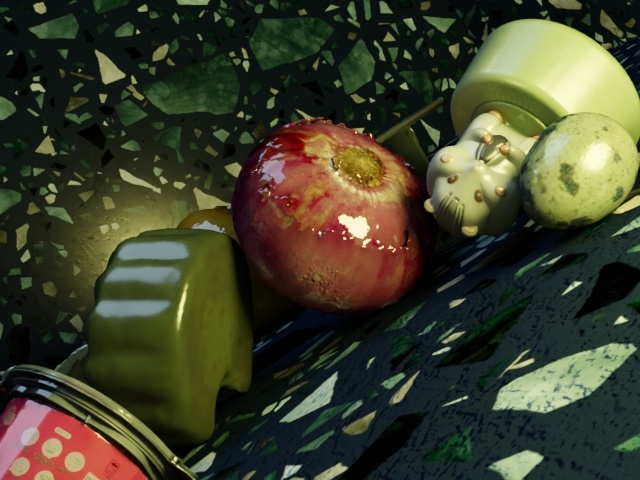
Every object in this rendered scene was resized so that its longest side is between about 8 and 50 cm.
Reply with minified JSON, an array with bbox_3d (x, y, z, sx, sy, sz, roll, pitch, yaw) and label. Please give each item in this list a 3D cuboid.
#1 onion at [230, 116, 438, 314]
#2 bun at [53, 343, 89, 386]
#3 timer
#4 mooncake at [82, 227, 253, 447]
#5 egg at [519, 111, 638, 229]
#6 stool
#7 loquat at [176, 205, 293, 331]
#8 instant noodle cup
[{"bbox_3d":[0.020,-0.016,1.395,0.358,0.358,0.344,-44,-32,-65],"label":"onion"},{"bbox_3d":[-0.447,0.309,1.774,0.364,0.202,0.364,-39,2,2],"label":"bun"},{"bbox_3d":[0.284,-0.133,1.265,0.315,0.291,0.291,-46,10,-22],"label":"timer"},{"bbox_3d":[-0.234,0.147,1.313,0.187,0.351,0.351,3,18,18],"label":"mooncake"},{"bbox_3d":[0.337,-0.088,1.097,0.181,0.141,0.141,-45,9,-21],"label":"egg"},{"bbox_3d":[0.222,-0.125,1.552,0.270,0.243,0.170,-29,7,40],"label":"stool"},{"bbox_3d":[-0.201,0.089,1.920,0.328,0.359,0.328,11,5,-1],"label":"loquat"},{"bbox_3d":[-0.320,0.297,0.989,0.302,0.258,0.181,15,51,23],"label":"instant noodle cup"}]
